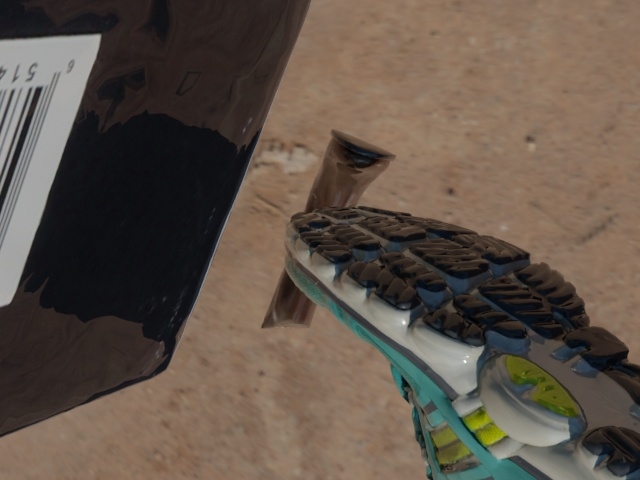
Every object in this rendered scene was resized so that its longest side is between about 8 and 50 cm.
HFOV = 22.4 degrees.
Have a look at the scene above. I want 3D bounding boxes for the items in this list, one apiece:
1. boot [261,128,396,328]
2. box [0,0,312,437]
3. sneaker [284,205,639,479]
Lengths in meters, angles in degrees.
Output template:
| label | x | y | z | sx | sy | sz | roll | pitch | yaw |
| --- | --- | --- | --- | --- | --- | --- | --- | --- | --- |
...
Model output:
| label | x | y | z | sx | sy | sz | roll | pitch | yaw |
| --- | --- | --- | --- | --- | --- | --- | --- | --- | --- |
| boot | 0.000 | 0.000 | 0.863 | 0.037 | 0.106 | 0.114 | 24 | 89 | 2 |
| box | -0.199 | -0.076 | 0.393 | 0.296 | 0.294 | 0.182 | -16 | 133 | -61 |
| sneaker | 0.068 | 0.078 | 0.679 | 0.107 | 0.275 | 0.110 | -6 | 129 | -41 |
